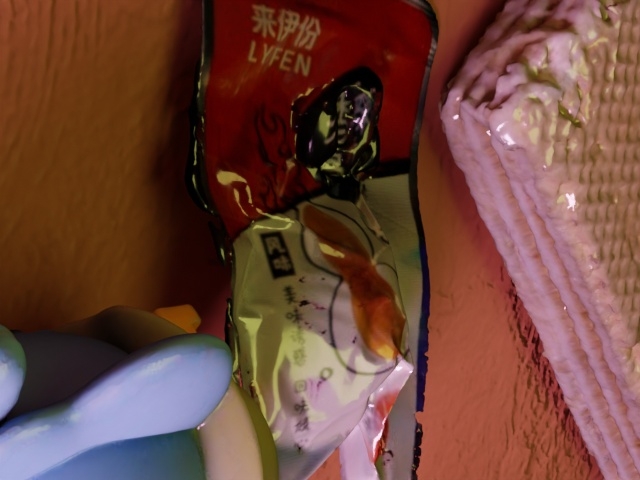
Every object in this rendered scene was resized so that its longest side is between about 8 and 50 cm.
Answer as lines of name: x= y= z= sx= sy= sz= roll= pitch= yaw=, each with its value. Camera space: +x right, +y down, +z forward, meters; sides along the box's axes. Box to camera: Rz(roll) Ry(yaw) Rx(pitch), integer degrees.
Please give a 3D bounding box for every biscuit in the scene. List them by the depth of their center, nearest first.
biscuit: x=0.187 y=0.027 z=0.989 sx=0.144 sy=0.078 sz=0.426 roll=-53 pitch=135 yaw=-26

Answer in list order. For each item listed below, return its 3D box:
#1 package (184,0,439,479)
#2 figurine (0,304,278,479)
package: x=0.000 y=0.000 z=0.772 sx=0.194 sy=0.071 sz=0.269 roll=13 pitch=71 yaw=-62
figurine: x=-0.123 y=0.098 z=0.579 sx=0.262 sy=0.154 sz=0.180 roll=-1 pitch=112 yaw=-54
